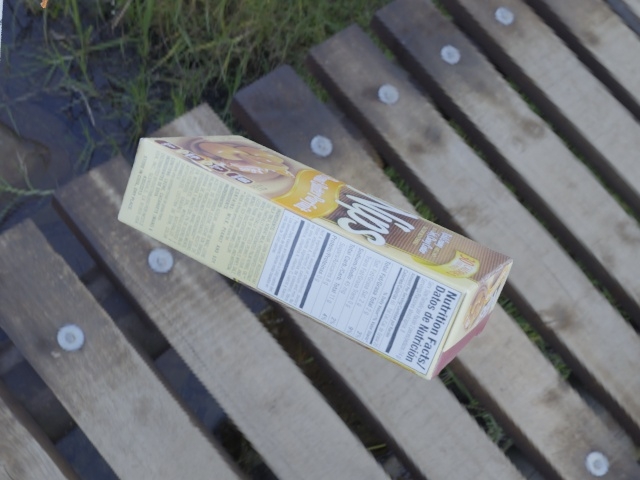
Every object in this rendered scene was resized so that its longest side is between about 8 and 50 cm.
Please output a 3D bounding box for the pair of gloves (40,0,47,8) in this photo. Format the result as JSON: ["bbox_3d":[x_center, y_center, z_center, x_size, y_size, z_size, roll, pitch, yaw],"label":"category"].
[{"bbox_3d":[-0.334,-0.341,1.120,0.010,0.074,0.083,20,49,-19],"label":"pair of gloves"}]

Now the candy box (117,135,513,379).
[{"bbox_3d":[0.000,0.000,0.812,0.316,0.183,0.088,25,106,18],"label":"candy box"}]

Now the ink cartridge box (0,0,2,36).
[{"bbox_3d":[-0.431,-0.279,1.033,0.109,0.150,0.063,-7,45,-31],"label":"ink cartridge box"}]
